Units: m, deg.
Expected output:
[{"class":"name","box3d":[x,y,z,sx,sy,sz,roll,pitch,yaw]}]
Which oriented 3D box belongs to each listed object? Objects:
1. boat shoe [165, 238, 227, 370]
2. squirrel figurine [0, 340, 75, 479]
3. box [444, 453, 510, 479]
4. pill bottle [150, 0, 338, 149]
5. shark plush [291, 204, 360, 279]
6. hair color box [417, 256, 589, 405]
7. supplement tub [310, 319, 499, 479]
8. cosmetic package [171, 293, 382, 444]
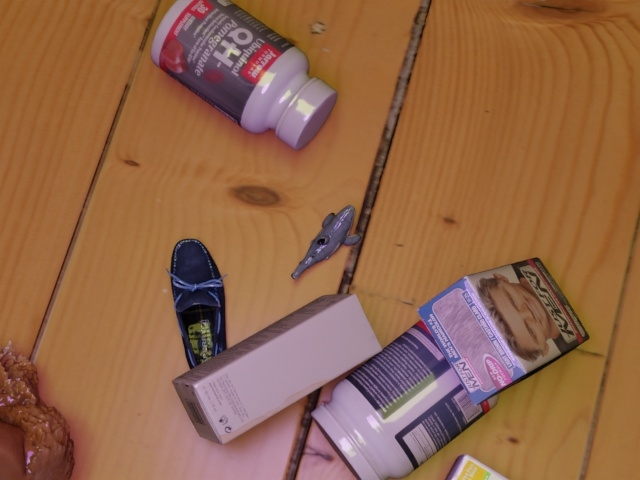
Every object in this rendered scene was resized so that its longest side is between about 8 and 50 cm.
[{"class":"boat shoe","box3d":[-0.203,0.114,1.846,0.109,0.089,0.258,-16,77,-4]},{"class":"squirrel figurine","box3d":[-0.621,0.338,1.718,0.370,0.281,0.397,19,33,32]},{"class":"box","box3d":[0.293,0.455,1.756,0.203,0.103,0.114,31,77,7]},{"class":"pill bottle","box3d":[-0.132,-0.304,1.907,0.318,0.176,0.176,36,78,8]},{"class":"shark plush","box3d":[0.000,0.000,1.887,0.161,0.067,0.073,-35,79,-9]},{"class":"hair color box","box3d":[0.306,0.137,1.715,0.105,0.347,0.174,-38,76,27]},{"class":"supplement tub","box3d":[0.140,0.270,1.756,0.272,0.191,0.191,-36,79,-9]},{"class":"cosmetic package","box3d":[-0.073,0.206,1.746,0.309,0.160,0.113,-27,96,-20]}]
